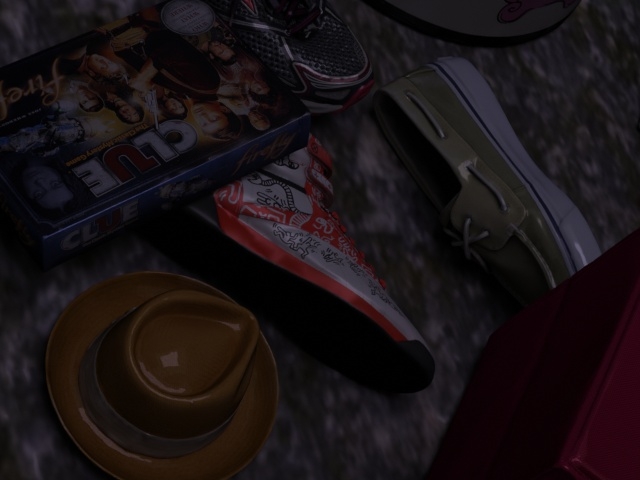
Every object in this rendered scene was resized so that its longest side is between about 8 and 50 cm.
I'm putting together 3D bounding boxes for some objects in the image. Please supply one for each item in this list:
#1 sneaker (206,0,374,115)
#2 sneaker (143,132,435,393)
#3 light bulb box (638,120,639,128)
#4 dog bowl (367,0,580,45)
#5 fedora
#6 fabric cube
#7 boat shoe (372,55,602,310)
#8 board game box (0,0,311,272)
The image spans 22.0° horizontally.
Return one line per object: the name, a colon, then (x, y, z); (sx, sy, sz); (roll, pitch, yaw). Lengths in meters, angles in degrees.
sneaker: (-0.066, -0.232, 1.421); (0.299, 0.112, 0.121); (47, 49, 1)
sneaker: (0.000, -0.001, 1.333); (0.270, 0.090, 0.145); (34, 53, -6)
light bulb box: (0.576, -0.171, 1.606); (0.358, 0.361, 0.225); (34, 50, -8)
dog bowl: (0.141, -0.402, 1.625); (0.408, 0.150, 0.408); (15, 56, -23)
fedora: (-0.105, 0.091, 1.221); (0.194, 0.079, 0.194); (15, 55, -23)
fabric cube: (0.247, 0.186, 1.256); (0.254, 0.259, 0.258); (38, 51, -7)
boat shoe: (0.147, -0.027, 1.445); (0.094, 0.109, 0.302); (-21, 65, -22)
board game box: (-0.152, -0.091, 1.269); (0.243, 0.042, 0.165); (-28, 61, -28)
